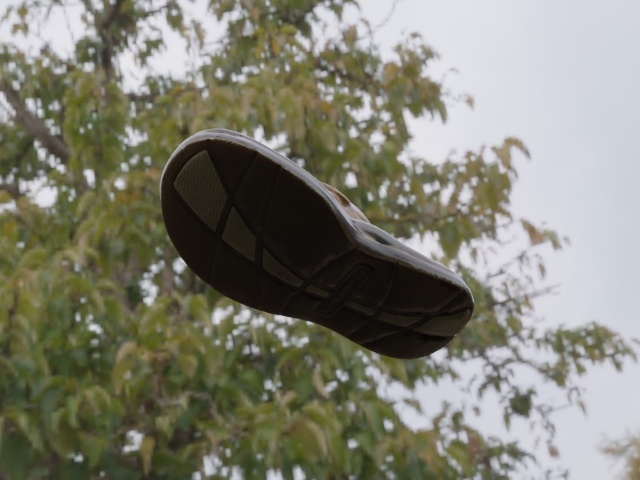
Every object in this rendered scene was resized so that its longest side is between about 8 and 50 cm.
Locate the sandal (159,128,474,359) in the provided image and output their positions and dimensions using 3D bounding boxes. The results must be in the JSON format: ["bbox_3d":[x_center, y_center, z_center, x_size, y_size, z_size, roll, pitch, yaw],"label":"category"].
[{"bbox_3d":[0.000,0.000,0.643,0.219,0.060,0.090,25,-59,-31],"label":"sandal"}]
